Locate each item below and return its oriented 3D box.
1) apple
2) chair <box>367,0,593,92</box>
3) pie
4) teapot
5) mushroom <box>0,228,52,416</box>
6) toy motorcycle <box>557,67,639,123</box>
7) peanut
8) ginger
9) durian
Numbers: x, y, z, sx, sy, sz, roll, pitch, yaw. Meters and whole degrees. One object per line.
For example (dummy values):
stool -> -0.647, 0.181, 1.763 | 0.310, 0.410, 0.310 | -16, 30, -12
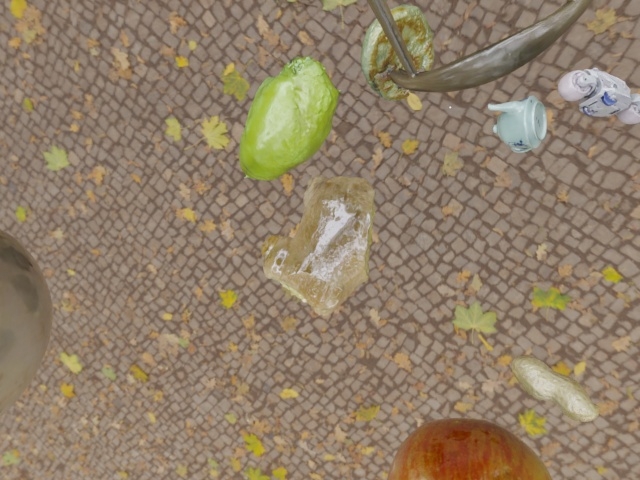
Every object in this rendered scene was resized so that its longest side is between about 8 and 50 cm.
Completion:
apple -> 0.263, 0.457, 0.736 | 0.301, 0.301, 0.301 | 5, 109, 16
chair -> 0.101, -0.285, 0.345 | 0.188, 0.166, 0.272 | -17, 123, 27
pie -> 0.260, -0.618, 1.374 | 0.067, 0.302, 0.302 | 49, 122, 42
teapot -> 0.616, -0.359, 1.303 | 0.159, 0.159, 0.232 | -31, 132, 23
mushroom -> -0.319, 0.065, 0.316 | 0.209, 0.206, 0.206 | 37, 117, 33
toy motorcycle -> 0.730, -0.378, 1.063 | 0.254, 0.112, 0.112 | 15, 113, -10
peanut -> 0.230, 0.144, 0.409 | 0.083, 0.037, 0.037 | 29, 119, 47
ginger -> 0.000, 0.000, 0.775 | 0.221, 0.130, 0.276 | -5, 73, 13
durian -> -0.094, -0.299, 1.091 | 0.204, 0.256, 0.340 | 16, 103, -31
